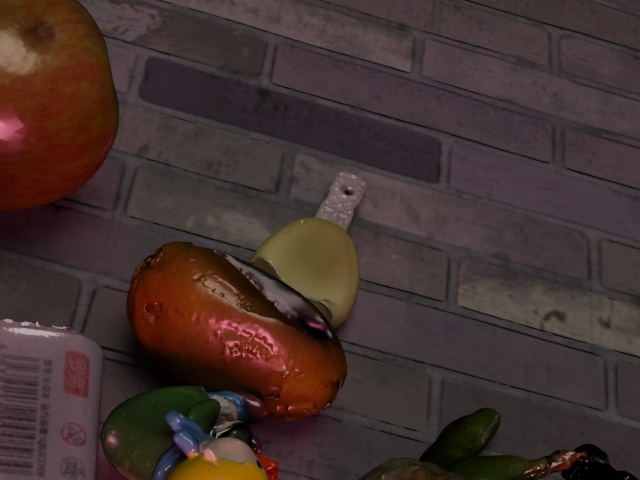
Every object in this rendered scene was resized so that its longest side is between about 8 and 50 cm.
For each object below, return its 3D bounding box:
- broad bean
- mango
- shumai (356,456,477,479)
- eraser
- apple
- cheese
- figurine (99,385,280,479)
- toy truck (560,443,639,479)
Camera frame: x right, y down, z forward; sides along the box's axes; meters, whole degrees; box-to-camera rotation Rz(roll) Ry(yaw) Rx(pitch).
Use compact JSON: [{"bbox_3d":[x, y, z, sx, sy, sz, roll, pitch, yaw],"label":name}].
[{"bbox_3d":[0.160,0.222,1.752,0.144,0.292,0.049,-19,95,-11],"label":"broad bean"},{"bbox_3d":[-0.088,0.100,1.800,0.248,0.151,0.156,29,2,-5],"label":"mango"},{"bbox_3d":[0.088,0.334,1.610,0.260,0.225,0.222,26,60,27],"label":"shumai"},{"bbox_3d":[-0.300,0.186,1.671,0.174,0.081,0.227,8,46,-10],"label":"eraser"},{"bbox_3d":[-0.352,-0.154,1.855,0.264,0.264,0.264,11,44,-12],"label":"apple"},{"bbox_3d":[0.000,0.000,1.998,0.127,0.050,0.255,22,42,1],"label":"cheese"},{"bbox_3d":[-0.089,0.229,1.642,0.185,0.127,0.234,3,17,-41],"label":"figurine"},{"bbox_3d":[0.324,0.319,1.712,0.257,0.127,0.127,37,-3,-35],"label":"toy truck"}]
